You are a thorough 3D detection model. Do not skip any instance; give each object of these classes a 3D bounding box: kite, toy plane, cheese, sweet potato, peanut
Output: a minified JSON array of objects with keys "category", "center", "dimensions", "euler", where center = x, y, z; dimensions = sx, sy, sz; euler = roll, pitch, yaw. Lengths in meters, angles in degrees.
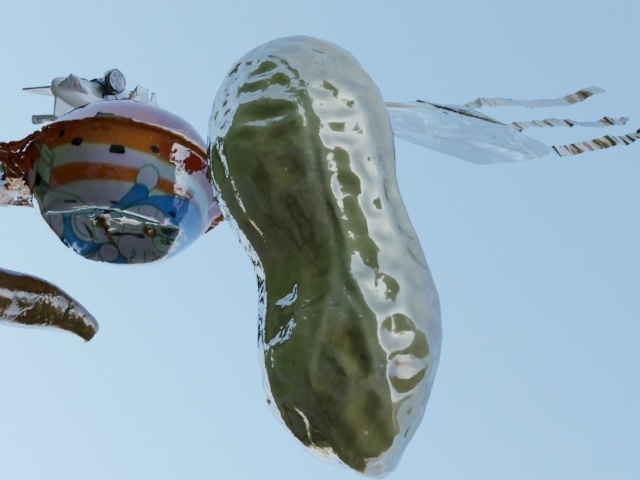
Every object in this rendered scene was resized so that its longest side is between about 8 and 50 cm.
[{"category":"kite","center":[0.146,-0.096,1.017],"dimensions":[0.310,0.169,0.015],"euler":[-2,-110,63]},{"category":"toy plane","center":[-0.217,-0.137,1.260],"dimensions":[0.162,0.171,0.066],"euler":[-8,-102,38]},{"category":"cheese","center":[-0.230,-0.056,1.134],"dimensions":[0.329,0.129,0.217],"euler":[6,-32,-3]},{"category":"sweet potato","center":[-0.321,0.055,1.111],"dimensions":[0.058,0.255,0.078],"euler":[18,-78,52]},{"category":"peanut","center":[0.000,0.000,0.740],"dimensions":[0.120,0.136,0.298],"euler":[-31,-119,32]}]
